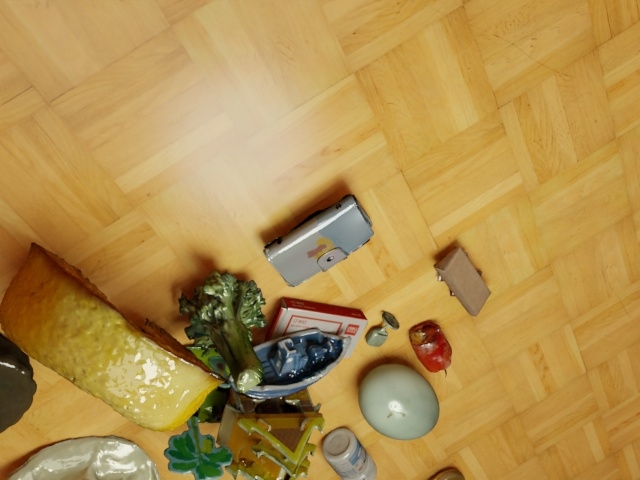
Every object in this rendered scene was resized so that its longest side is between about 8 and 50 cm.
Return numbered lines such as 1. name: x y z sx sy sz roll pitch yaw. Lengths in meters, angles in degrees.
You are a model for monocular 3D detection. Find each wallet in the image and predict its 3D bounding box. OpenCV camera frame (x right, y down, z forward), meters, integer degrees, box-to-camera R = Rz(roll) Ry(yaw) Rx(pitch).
1. wallet: 0.000 0.000 1.363 0.231 0.069 0.170 -32 143 5

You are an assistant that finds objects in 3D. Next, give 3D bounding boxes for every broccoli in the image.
1. broccoli: -0.177 0.161 1.276 0.177 0.275 0.198 -9 108 -20

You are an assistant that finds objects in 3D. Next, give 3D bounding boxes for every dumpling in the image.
1. dumpling: -0.543 0.612 1.492 0.395 0.233 0.315 28 76 -17

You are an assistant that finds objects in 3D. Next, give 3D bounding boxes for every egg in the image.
1. egg: 0.206 0.417 1.620 0.183 0.183 0.264 -44 130 9

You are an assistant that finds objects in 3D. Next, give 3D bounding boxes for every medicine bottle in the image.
1. medicine bottle: 0.080 0.599 1.733 0.105 0.105 0.168 -30 125 0

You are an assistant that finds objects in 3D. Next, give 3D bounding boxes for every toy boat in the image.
1. toy boat: -0.062 0.262 1.388 0.309 0.129 0.142 -12 145 -32

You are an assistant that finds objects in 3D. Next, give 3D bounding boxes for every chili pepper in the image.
1. chili pepper: 0.298 0.297 1.644 0.086 0.084 0.192 -11 127 26

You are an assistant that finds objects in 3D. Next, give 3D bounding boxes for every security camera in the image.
1. security camera: 0.149 0.226 1.572 0.058 0.058 0.092 24 121 -30

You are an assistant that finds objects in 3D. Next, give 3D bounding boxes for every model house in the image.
1. model house: -0.159 0.413 1.412 0.358 0.313 0.242 8 114 -23

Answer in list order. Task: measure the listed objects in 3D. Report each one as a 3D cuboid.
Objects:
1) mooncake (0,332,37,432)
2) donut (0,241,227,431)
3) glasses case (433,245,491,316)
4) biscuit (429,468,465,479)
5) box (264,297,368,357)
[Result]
1. mooncake: -0.687 0.282 1.254 0.228 0.124 0.228 -12 123 -19
2. donut: -0.386 0.199 1.161 0.435 0.377 0.163 42 75 -27
3. glasses case: 0.344 0.086 1.551 0.102 0.070 0.193 -53 125 -18
4. biscuit: 0.378 0.780 1.988 0.170 0.050 0.170 -15 129 -19
5. box: -0.012 0.208 1.495 0.229 0.050 0.123 13 114 -26
